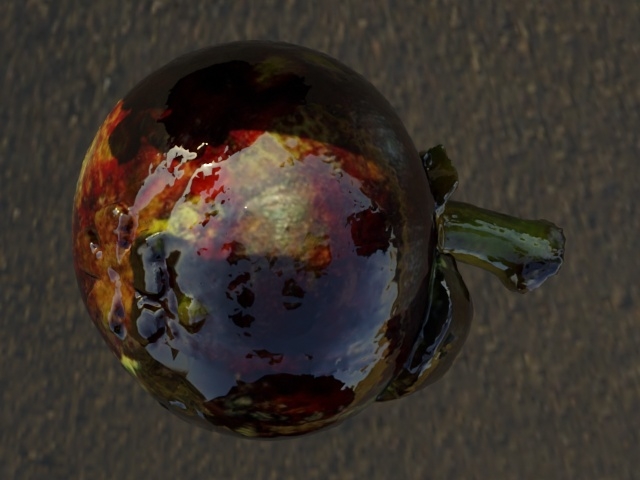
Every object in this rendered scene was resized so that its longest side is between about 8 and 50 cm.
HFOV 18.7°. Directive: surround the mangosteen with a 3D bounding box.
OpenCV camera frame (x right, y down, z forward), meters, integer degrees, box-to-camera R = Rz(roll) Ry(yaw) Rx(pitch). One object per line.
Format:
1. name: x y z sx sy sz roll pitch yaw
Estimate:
1. mangosteen: 0.000 0.000 1.126 0.289 0.231 0.231 0 122 -30
